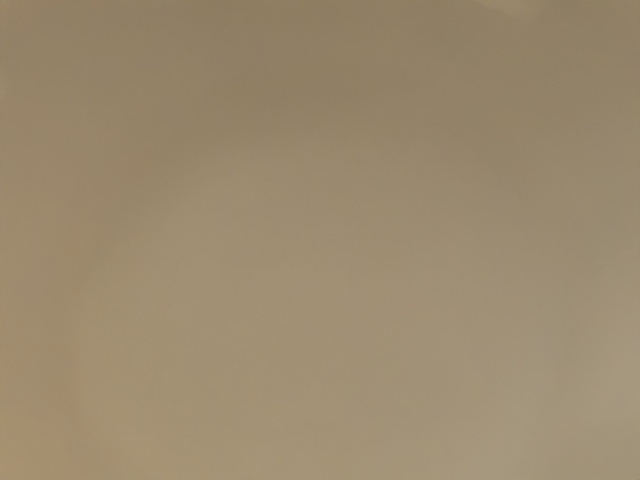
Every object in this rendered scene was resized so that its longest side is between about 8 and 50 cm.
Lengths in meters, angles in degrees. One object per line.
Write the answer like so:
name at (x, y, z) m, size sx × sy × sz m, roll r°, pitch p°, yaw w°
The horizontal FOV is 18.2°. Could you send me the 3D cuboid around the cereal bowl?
cereal bowl at (0.000, 0.000, 0.494) m, size 0.339 × 0.141 × 0.339 m, roll 0°, pitch -115°, yaw 0°
